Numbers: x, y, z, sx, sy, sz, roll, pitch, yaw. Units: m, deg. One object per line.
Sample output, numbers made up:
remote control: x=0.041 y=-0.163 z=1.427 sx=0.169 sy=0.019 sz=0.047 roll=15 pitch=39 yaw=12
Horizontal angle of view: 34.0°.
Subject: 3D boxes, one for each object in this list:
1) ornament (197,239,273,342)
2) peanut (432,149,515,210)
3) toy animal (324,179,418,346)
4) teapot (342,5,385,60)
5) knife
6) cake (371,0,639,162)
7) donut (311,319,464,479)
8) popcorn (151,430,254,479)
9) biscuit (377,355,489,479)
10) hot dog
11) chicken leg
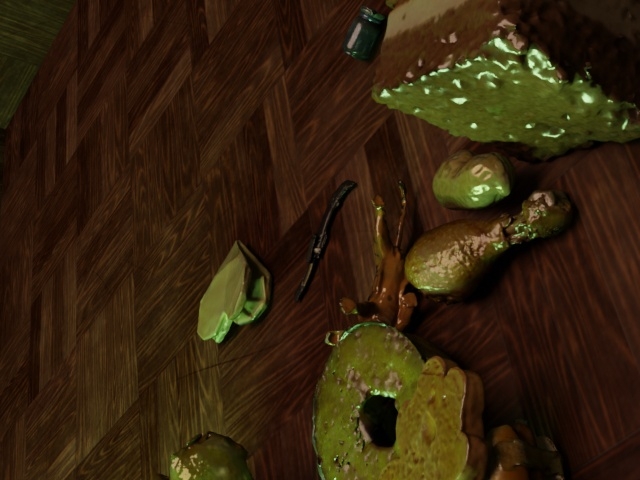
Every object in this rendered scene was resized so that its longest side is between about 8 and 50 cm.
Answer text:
ornament: x=-0.157 y=0.080 z=1.876 sx=0.201 sy=0.059 sz=0.180 roll=-35 pitch=45 yaw=50
peanut: x=0.193 y=-0.078 z=1.323 sx=0.174 sy=0.080 sz=0.080 roll=177 pitch=107 yaw=-73
toy animal: x=0.099 y=0.037 z=1.451 sx=0.116 sy=0.114 sz=0.255 roll=103 pitch=-174 yaw=-67
teapot: x=0.074 y=-0.337 z=1.709 sx=0.049 sy=0.063 sz=0.083 roll=33 pitch=104 yaw=26
knife: x=-0.002 y=-0.003 z=1.691 sx=0.045 sy=0.021 sz=0.222 roll=45 pitch=114 yaw=54
cake: x=0.240 y=-0.266 z=1.194 sx=0.282 sy=0.255 sz=0.290 roll=-14 pitch=60 yaw=58
donut: x=0.103 y=0.236 z=1.330 sx=0.272 sy=0.107 sz=0.272 roll=-23 pitch=62 yaw=53
popcorn: x=-0.206 y=0.460 z=1.505 sx=0.321 sy=0.325 sz=0.290 roll=-35 pitch=51 yaw=36
biscuit: x=0.120 y=0.274 z=1.153 sx=0.202 sy=0.044 sz=0.289 roll=6 pitch=81 yaw=68
hot dog: x=0.220 y=0.311 z=1.081 sx=0.072 sy=0.109 sz=0.270 roll=-34 pitch=46 yaw=38
chicken leg: x=0.202 y=0.003 z=1.291 sx=0.251 sy=0.087 sz=0.107 roll=-33 pitch=60 yaw=41
